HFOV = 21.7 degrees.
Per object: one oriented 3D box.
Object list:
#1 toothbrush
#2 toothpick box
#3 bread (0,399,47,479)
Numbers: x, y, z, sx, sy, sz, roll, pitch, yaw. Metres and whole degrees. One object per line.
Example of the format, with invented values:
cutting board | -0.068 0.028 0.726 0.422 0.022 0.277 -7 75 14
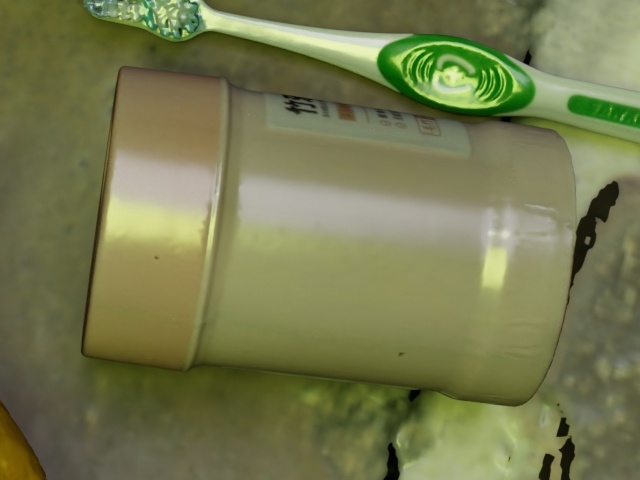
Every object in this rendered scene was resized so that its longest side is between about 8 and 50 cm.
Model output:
toothbrush | 0.059 -0.062 0.643 0.304 0.030 0.030 12 63 -8
toothpick box | 0.000 0.000 0.560 0.149 0.098 0.098 8 64 -8
bread | -0.224 0.023 0.377 0.148 0.328 0.337 -44 73 13
